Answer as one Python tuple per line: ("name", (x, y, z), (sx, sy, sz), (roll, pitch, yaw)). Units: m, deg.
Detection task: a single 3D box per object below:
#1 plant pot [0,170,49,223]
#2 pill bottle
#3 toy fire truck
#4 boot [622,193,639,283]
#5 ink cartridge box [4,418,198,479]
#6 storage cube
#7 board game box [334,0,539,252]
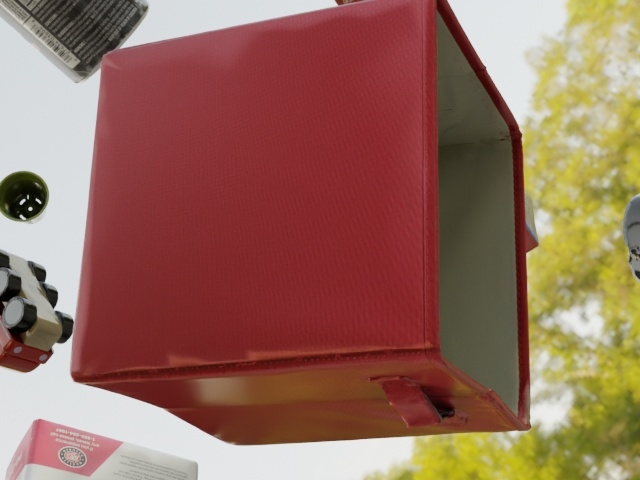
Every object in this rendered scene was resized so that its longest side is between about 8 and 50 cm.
("plant pot", (-0.467, -0.060, 1.893), (0.083, 0.083, 0.079), (-47, -6, -13))
("pill bottle", (-0.323, -0.305, 1.349), (0.130, 0.245, 0.130), (-41, 19, 17))
("toy fire truck", (-0.591, 0.158, 2.095), (0.246, 0.217, 0.158), (-48, -39, 12))
("boot", (0.472, 0.049, 1.444), (0.094, 0.247, 0.207), (-19, 0, -18))
("ink cartridge box", (-0.211, 0.304, 1.092), (0.172, 0.237, 0.100), (20, -50, -20))
("storage cube", (0.000, 0.000, 0.653), (0.183, 0.193, 0.215), (40, -133, -60))
("board game box", (0.098, -0.122, 1.024), (0.027, 0.281, 0.145), (-33, 10, 15))
